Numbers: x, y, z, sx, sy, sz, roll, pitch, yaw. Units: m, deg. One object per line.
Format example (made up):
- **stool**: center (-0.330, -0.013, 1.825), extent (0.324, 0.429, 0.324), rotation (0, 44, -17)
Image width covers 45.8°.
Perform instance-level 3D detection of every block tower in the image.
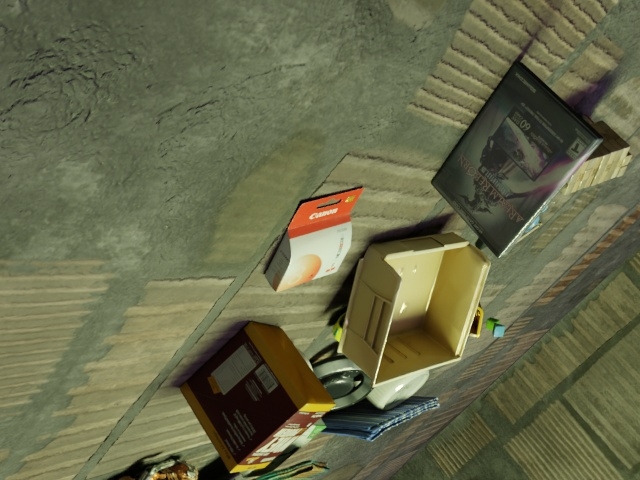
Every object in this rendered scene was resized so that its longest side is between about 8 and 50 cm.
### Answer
- **block tower**: center (0.456, -0.142, 1.506), extent (0.335, 0.097, 0.091), rotation (-20, 143, -19)

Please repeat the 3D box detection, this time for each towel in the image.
- **towel**: center (0.153, 0.498, 2.153), extent (0.243, 0.040, 0.336), rotation (-7, -179, 42)
- **towel**: center (-0.171, 0.628, 1.928), extent (0.370, 0.040, 0.271), rotation (-19, 161, 3)

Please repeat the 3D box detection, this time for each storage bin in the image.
- **storage bin**: center (0.192, 0.131, 1.543), extent (0.262, 0.123, 0.260), rotation (-8, 121, -38)

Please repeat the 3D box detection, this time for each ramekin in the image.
- **ramekin**: center (0.205, 0.378, 2.098), extent (0.207, 0.109, 0.207), rotation (-31, 155, -17)

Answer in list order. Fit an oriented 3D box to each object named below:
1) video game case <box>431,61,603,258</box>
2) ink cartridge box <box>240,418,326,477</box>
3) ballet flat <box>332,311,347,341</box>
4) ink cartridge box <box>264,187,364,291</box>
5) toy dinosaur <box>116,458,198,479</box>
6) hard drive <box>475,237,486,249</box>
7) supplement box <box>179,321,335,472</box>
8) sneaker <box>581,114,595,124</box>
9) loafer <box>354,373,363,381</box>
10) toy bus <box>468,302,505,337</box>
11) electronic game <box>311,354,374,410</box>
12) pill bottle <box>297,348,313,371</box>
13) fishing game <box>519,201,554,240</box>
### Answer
- **video game case**: center (0.321, -0.132, 1.285), extent (0.026, 0.196, 0.274), rotation (-10, 143, -43)
- **ink cartridge box**: center (-0.110, 0.494, 1.889), extent (0.208, 0.087, 0.153), rotation (-41, 155, 8)
- **ballet flat**: center (0.127, 0.145, 1.638), extent (0.231, 0.077, 0.077), rotation (-30, 152, -13)
- **ink cartridge box**: center (0.000, 0.000, 1.255), extent (0.145, 0.045, 0.179), rotation (-17, 150, -41)
- **toy dinosaur**: center (-0.403, 0.554, 1.578), extent (0.322, 0.164, 0.218), rotation (8, 116, -35)
- **hard drive**: center (0.440, -0.034, 1.822), extent (0.135, 0.022, 0.094), rotation (-25, 152, -28)
- **supplement box**: center (-0.117, 0.291, 1.409), extent (0.194, 0.191, 0.129), rotation (-43, 155, 11)
- **sneaker**: center (0.545, -0.179, 1.676), extent (0.128, 0.087, 0.221), rotation (-30, 143, 1)
- **loafer**: center (0.094, 0.324, 1.899), extent (0.148, 0.050, 0.056), rotation (-3, 139, -34)
- **toy bus**: center (0.370, 0.178, 1.982), extent (0.191, 0.202, 0.104), rotation (-4, 108, -41)
- **electronic game**: center (0.035, 0.342, 1.810), extent (0.229, 0.048, 0.229), rotation (-10, 140, -8)
- **pill bottle**: center (-0.097, 0.289, 1.560), extent (0.152, 0.086, 0.086), rotation (-24, 152, -29)
- **fishing game**: center (0.477, -0.039, 1.791), extent (0.189, 0.041, 0.264), rotation (-37, 155, 1)
